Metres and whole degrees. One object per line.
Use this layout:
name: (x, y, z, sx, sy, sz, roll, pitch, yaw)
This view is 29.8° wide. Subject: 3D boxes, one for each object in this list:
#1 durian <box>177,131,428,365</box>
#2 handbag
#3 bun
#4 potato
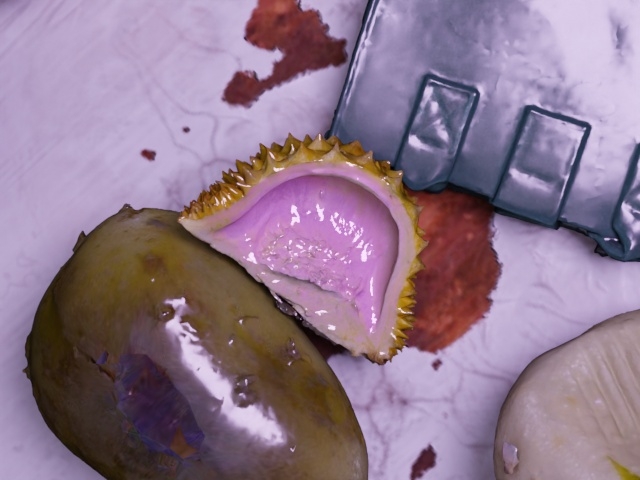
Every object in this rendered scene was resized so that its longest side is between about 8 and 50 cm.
durian: (-0.002, -0.001, 0.902, 0.182, 0.165, 0.132, 23, 72, 8)
handbag: (0.190, -0.122, 0.917, 0.326, 0.089, 0.238, 20, 95, 6)
bun: (0.254, 0.157, 0.862, 0.259, 0.259, 0.160, -6, 132, 8)
potato: (-0.093, 0.121, 0.920, 0.307, 0.173, 0.210, 45, 100, 6)
